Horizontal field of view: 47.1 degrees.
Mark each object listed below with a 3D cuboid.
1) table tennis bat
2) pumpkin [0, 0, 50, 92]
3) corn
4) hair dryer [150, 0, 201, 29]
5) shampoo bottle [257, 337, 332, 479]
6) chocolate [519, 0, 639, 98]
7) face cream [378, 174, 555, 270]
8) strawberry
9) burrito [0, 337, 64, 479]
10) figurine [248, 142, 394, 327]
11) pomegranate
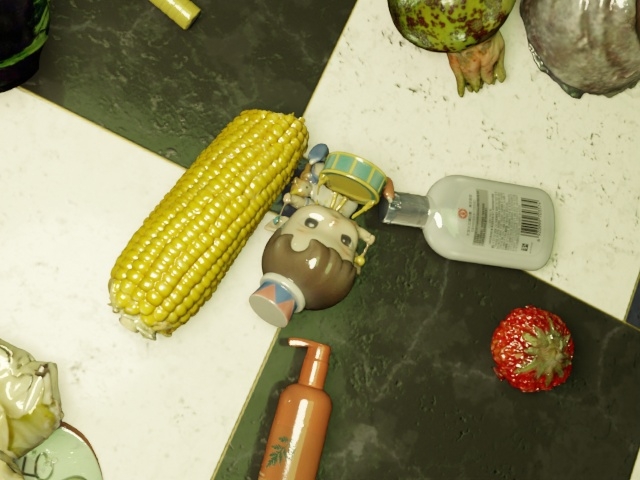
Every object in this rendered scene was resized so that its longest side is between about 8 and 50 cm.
[{"bbox_3d":[-0.373,0.393,0.985,0.174,0.022,0.300,-8,83,-16],"label":"table tennis bat"},{"bbox_3d":[-0.481,-0.332,0.906,0.296,0.296,0.295,2,82,-15],"label":"pumpkin"},{"bbox_3d":[-0.159,-0.036,1.041,0.144,0.144,0.387,35,72,-9],"label":"corn"},{"bbox_3d":[-0.290,-0.427,1.089,0.279,0.090,0.134,38,72,-14],"label":"hair dryer"},{"bbox_3d":[-0.031,0.268,1.065,0.086,0.085,0.244,15,77,-13],"label":"shampoo bottle"},{"bbox_3d":[0.515,-0.413,1.239,0.304,0.213,0.302,2,81,-15],"label":"chocolate"},{"bbox_3d":[0.237,-0.033,1.183,0.292,0.071,0.143,6,80,-16],"label":"face cream"},{"bbox_3d":[0.346,0.175,1.180,0.145,0.086,0.145,2,83,-14],"label":"strawberry"},{"bbox_3d":[-0.491,0.187,0.918,0.332,0.135,0.190,23,78,-12],"label":"burrito"},{"bbox_3d":[-0.002,0.002,1.066,0.161,0.158,0.275,23,77,-7],"label":"figurine"},{"bbox_3d":[0.233,-0.372,1.160,0.276,0.204,0.222,47,58,-9],"label":"pomegranate"}]
